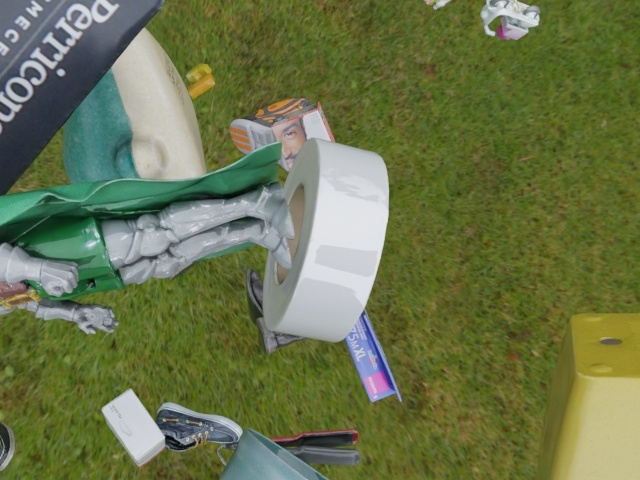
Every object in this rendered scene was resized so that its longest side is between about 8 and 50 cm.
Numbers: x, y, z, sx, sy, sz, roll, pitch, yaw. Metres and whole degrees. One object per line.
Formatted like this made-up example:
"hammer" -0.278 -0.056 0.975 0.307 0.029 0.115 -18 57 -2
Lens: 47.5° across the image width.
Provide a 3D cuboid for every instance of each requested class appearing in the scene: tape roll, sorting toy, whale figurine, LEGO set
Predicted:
"tape roll" 0.000 0.000 1.046 0.100 0.286 0.286 12 91 -14
"sorting toy" -0.379 -0.322 1.660 0.307 0.229 0.041 -31 128 13
"whale figurine" -0.207 -0.131 0.725 0.141 0.216 0.272 -16 140 0
"LEGO set" 0.177 -0.372 0.871 0.132 0.107 0.286 18 62 -38

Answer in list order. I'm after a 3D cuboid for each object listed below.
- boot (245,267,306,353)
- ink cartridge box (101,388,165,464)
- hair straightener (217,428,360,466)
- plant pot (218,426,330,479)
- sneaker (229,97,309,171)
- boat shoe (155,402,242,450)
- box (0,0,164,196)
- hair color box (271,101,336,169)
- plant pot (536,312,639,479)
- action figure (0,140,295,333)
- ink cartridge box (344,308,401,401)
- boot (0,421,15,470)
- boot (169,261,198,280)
"boot" -0.048 0.151 1.694 0.229 0.262 0.091 -12 140 -13
"ink cartridge box" -0.332 0.338 1.299 0.063 0.150 0.109 -34 78 -23
"hair straightener" -0.048 0.345 1.156 0.231 0.089 0.047 3 128 -8
"plant pot" -0.023 0.378 0.826 0.293 0.293 0.196 38 78 -11
"sneaker" -0.049 -0.257 1.707 0.180 0.321 0.124 -40 142 -32
"boat shoe" -0.256 0.402 1.500 0.184 0.083 0.065 18 126 -7
"box" -0.441 -0.130 0.377 0.479 0.297 0.472 -52 133 -2
"hair color box" -0.015 -0.156 1.327 0.093 0.053 0.167 -19 116 12
"plant pot" 0.269 0.163 0.554 0.212 0.212 0.187 -3 102 18
"action figure" -0.131 0.011 0.381 0.232 0.137 0.063 -12 69 -7
"ink cartridge box" 0.079 0.192 1.438 0.065 0.311 0.185 -22 101 -2
"boot" -0.731 0.373 1.457 0.179 0.236 0.085 36 83 -47
"boot" -0.294 -0.049 1.447 0.190 0.076 0.208 -35 85 -25
